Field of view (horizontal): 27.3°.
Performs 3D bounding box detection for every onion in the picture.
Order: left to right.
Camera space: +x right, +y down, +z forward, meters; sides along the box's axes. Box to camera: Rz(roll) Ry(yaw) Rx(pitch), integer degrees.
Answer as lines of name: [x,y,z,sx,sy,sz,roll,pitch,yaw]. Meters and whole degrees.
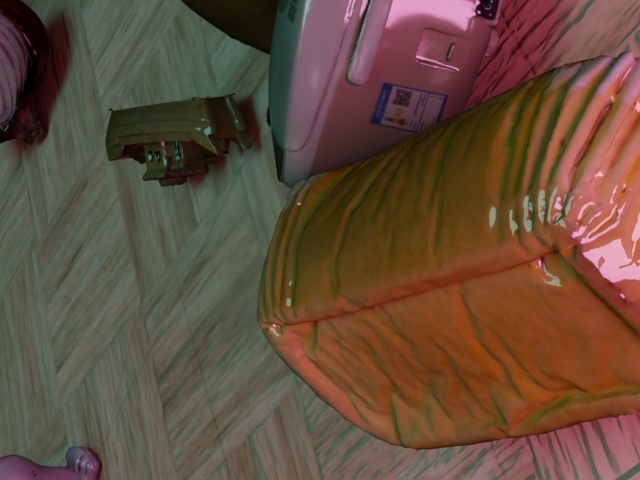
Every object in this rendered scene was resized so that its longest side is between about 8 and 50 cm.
onion: [-0.354,-0.181,1.450,0.206,0.151,0.098,-43,15,32]

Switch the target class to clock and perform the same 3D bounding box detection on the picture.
clock: [-0.278,0.280,1.228,0.080,0.117,0.176,14,98,58]

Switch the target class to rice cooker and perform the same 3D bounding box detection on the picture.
rice cooker: [0.033,-0.119,0.783,0.145,0.127,0.206,-93,22,-60]

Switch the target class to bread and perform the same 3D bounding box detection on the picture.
bread: [0.087,0.014,0.663,0.288,0.152,0.119,-22,28,54]

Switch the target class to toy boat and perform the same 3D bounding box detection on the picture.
toy boat: [-0.124,-0.082,1.105,0.206,0.064,0.072,4,102,57]

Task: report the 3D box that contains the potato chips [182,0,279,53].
potato chips: [-0.078,-0.203,0.998,0.202,0.049,0.150,27,151,47]
